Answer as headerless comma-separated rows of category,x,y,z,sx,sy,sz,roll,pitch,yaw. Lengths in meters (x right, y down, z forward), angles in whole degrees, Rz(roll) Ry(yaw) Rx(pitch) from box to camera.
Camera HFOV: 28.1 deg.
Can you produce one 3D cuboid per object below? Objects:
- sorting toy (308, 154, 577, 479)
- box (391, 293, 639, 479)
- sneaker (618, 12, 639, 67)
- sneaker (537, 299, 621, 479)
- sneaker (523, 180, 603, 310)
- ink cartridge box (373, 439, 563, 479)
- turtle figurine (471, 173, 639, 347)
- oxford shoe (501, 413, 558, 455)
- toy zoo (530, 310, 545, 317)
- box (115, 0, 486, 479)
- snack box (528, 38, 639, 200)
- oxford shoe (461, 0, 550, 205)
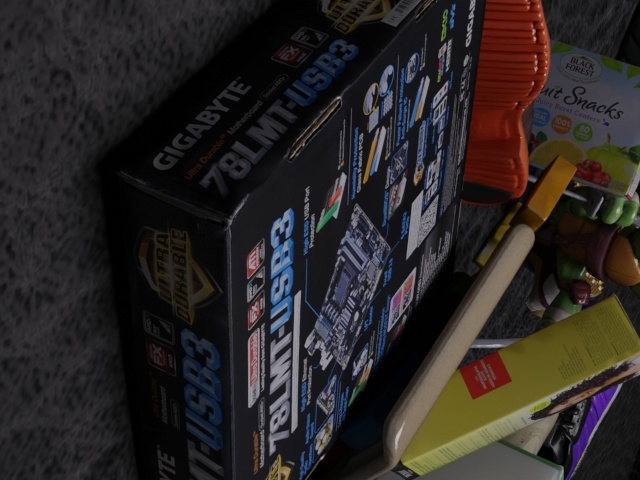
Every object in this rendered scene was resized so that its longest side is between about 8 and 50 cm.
sorting toy,0.082,0.069,0.974,0.307,0.041,0.229,-53,179,-31
box,0.159,0.128,1.084,0.232,0.058,0.087,-26,157,8
sneaker,0.450,-0.268,1.496,0.341,0.125,0.140,-61,163,-11
sneaker,0.321,0.226,1.689,0.146,0.102,0.293,-19,128,-62
sneaker,0.252,-0.007,1.369,0.069,0.084,0.185,47,37,-30
ink cartridge box,0.149,0.262,1.242,0.093,0.154,0.212,-59,157,-21
turtle figurine,0.264,0.045,1.164,0.274,0.266,0.198,-12,123,-62
oxford shoe,0.201,0.334,1.444,0.397,0.146,0.140,-61,157,-19
toy zoo,0.323,-0.023,1.554,0.293,0.030,0.192,-33,140,-56
box,0.000,0.000,0.750,0.293,0.073,0.296,-49,152,-39
snack box,0.202,-0.103,1.034,0.100,0.141,0.037,-69,158,1
oxford shoe,0.111,-0.131,0.892,0.271,0.096,0.098,84,17,-62
